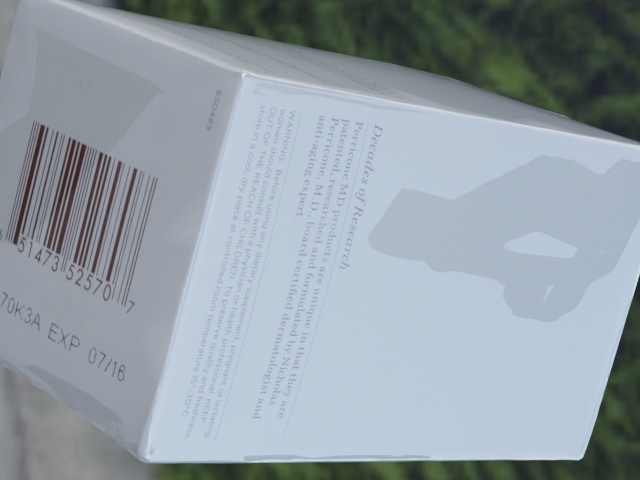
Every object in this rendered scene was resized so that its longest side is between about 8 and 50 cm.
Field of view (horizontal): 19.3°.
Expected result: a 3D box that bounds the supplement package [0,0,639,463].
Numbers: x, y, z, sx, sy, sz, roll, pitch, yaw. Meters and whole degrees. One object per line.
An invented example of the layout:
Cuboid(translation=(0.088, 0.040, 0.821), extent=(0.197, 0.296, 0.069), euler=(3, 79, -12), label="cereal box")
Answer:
Cuboid(translation=(0.000, 0.000, 0.556), extent=(0.179, 0.105, 0.105), euler=(6, 102, -43), label="supplement package")
